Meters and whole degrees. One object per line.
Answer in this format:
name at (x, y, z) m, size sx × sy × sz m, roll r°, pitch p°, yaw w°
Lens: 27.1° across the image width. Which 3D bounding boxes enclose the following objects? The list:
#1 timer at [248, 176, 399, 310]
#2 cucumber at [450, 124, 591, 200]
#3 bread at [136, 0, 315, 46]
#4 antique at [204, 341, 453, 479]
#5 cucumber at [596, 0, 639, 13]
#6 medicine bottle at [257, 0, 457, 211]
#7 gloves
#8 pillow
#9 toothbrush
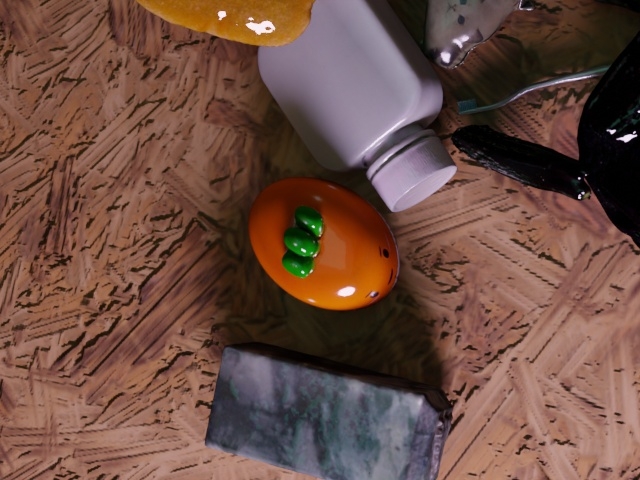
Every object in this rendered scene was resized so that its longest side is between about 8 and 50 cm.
timer at (0.000, 0.000, 1.068) m, size 0.136 × 0.136 × 0.099 m, roll 29°, pitch 90°, yaw 17°
cucumber at (0.156, -0.062, 1.040) m, size 0.135 × 0.034 × 0.033 m, roll 30°, pitch 132°, yaw 49°
bread at (-0.058, -0.275, 1.023) m, size 0.174 × 0.121 × 0.245 m, roll 19°, pitch 90°, yaw 2°
antique at (0.011, 0.144, 1.071) m, size 0.183 × 0.088 × 0.086 m, roll 13°, pitch 91°, yaw 18°
cucumber at (0.285, -0.205, 1.021) m, size 0.211 × 0.062 × 0.078 m, roll 20°, pitch 92°, yaw 18°
medicine bottle at (0.035, -0.115, 1.086) m, size 0.119 × 0.069 × 0.183 m, roll -39°, pitch 75°, yaw 25°
gloves at (0.291, -0.043, 0.989) m, size 0.203 × 0.124 × 0.164 m, roll 40°, pitch 117°, yaw 24°
pillow at (0.134, -0.258, 1.074) m, size 0.093 × 0.051 × 0.241 m, roll 5°, pitch 93°, yaw 13°
toothbrush at (0.174, -0.123, 1.078) m, size 0.131 × 0.011 × 0.013 m, roll -14°, pitch 103°, yaw 16°
